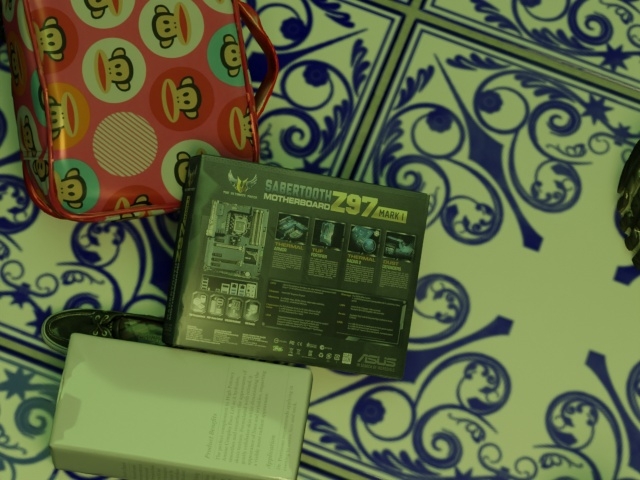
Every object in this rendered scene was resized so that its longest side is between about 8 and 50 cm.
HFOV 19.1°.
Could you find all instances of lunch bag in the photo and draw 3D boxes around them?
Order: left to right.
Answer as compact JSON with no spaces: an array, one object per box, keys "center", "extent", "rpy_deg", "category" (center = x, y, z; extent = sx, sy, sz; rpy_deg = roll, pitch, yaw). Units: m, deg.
[{"center":[-0.167,-0.170,1.834],"extent":[0.258,0.120,0.293],"rpy_deg":[-8,95,-21],"category":"lunch bag"}]

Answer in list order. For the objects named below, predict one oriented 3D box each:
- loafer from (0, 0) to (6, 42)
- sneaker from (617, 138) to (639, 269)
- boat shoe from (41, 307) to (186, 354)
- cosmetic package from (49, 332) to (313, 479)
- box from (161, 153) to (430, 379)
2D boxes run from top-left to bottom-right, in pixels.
[{"center":[-0.257,-0.229,1.943],"extent":[0.223,0.076,0.078],"rpy_deg":[15,30,0],"category":"loafer"},{"center":[0.428,0.022,1.881],"extent":[0.147,0.130,0.330],"rpy_deg":[-31,76,-31],"category":"sneaker"},{"center":[-0.198,0.087,1.828],"extent":[0.142,0.040,0.049],"rpy_deg":[5,67,-3],"category":"boat shoe"},{"center":[-0.129,0.168,1.779],"extent":[0.231,0.085,0.117],"rpy_deg":[9,67,1],"category":"cosmetic package"},{"center":[-0.022,0.026,1.802],"extent":[0.232,0.059,0.183],"rpy_deg":[9,87,-16],"category":"box"}]
